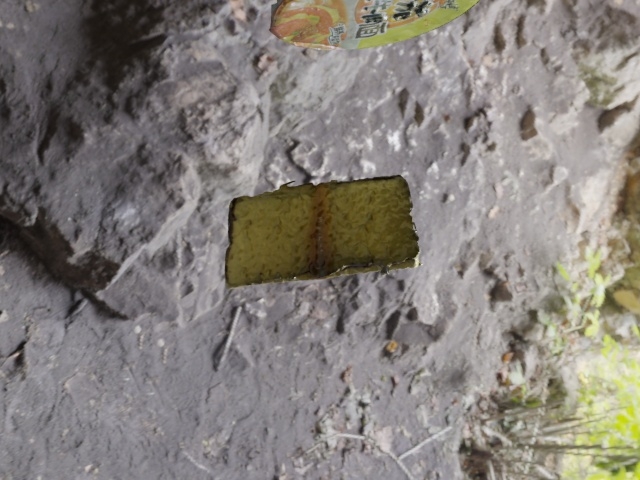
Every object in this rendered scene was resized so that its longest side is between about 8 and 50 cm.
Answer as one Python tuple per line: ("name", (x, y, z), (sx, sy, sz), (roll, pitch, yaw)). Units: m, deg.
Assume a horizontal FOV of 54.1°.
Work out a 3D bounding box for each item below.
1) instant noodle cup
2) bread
("instant noodle cup", (0.056, -0.364, 0.730), (0.264, 0.264, 0.200), (-7, 87, -43))
("bread", (0.000, 0.000, 0.875), (0.265, 0.142, 0.178), (-5, 62, 4))
